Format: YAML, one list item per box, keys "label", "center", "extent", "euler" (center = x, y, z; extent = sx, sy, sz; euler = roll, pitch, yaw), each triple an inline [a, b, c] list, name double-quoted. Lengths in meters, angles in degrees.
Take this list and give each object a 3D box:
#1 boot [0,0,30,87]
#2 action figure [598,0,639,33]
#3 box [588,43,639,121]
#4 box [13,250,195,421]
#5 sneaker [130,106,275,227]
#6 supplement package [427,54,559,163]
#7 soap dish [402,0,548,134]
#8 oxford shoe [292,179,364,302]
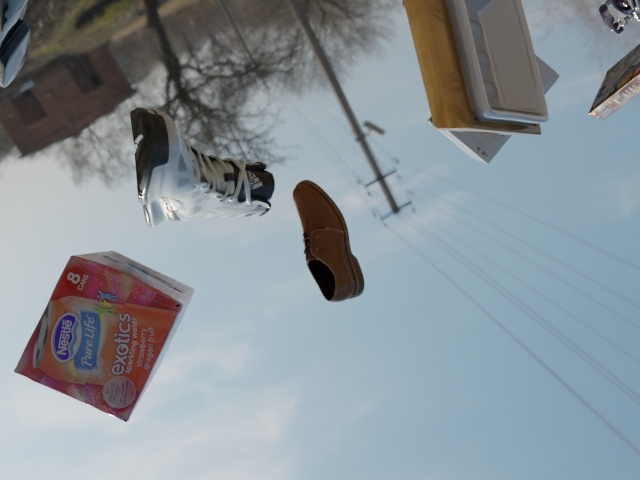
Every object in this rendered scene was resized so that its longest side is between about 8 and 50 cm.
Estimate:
- label: "boot"
  center: [-0.463, -0.338, 1.108]
  extent: [0.305, 0.115, 0.112]
  euler: [-47, -164, 52]
- label: "action figure"
  center: [0.704, -0.540, 1.699]
  extent: [0.185, 0.099, 0.285]
  euler: [-28, 171, -6]
- label: "box"
  center: [0.464, -0.247, 1.206]
  extent: [0.094, 0.027, 0.137]
  euler: [-60, -176, -21]
- label: "box"
  center: [-0.262, 0.108, 1.040]
  extent: [0.154, 0.142, 0.300]
  euler: [-64, -174, -2]
- label: "sneaker"
  center: [-0.210, -0.140, 1.493]
  extent: [0.258, 0.169, 0.447]
  euler: [-6, 170, -9]
- label: "supplement package"
  center: [0.455, -0.377, 2.144]
  extent: [0.293, 0.175, 0.177]
  euler: [-51, -171, 6]
- label: "soap dish"
  center: [0.258, -0.311, 1.345]
  extent: [0.229, 0.290, 0.118]
  euler: [-5, 169, -46]
- label: "oxford shoe"
  center: [0.000, 0.000, 1.300]
  extent: [0.076, 0.212, 0.076]
  euler: [-15, 168, -45]
